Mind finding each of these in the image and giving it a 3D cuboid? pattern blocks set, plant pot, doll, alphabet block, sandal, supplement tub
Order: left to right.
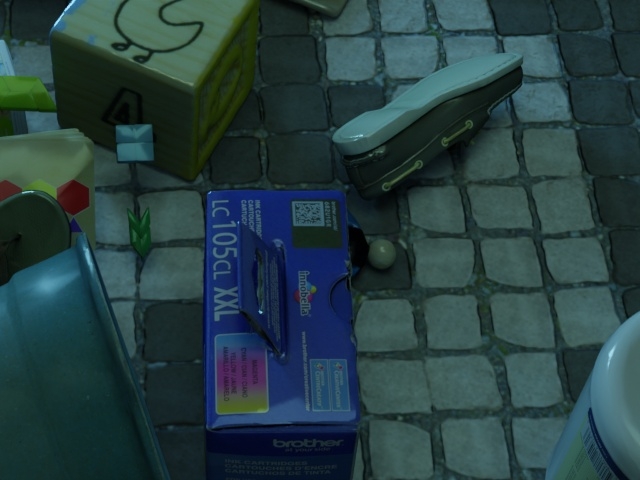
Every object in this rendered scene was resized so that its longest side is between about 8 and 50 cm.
[{"bbox_3d":[-0.400,0.063,1.626,0.303,0.086,0.120,-42,92,-16],"label":"sandal"},{"bbox_3d":[-0.337,0.206,1.444,0.334,0.341,0.341,-19,60,-9],"label":"plant pot"},{"bbox_3d":[-0.357,-0.053,1.711,0.324,0.026,0.286,8,81,-10],"label":"pattern blocks set"},{"bbox_3d":[-0.204,-0.225,1.810,0.197,0.193,0.192,22,58,9],"label":"alphabet block"},{"bbox_3d":[0.000,0.000,1.766,0.189,0.046,0.129,10,57,2],"label":"doll"},{"bbox_3d":[0.360,0.232,1.475,0.235,0.325,0.235,2,56,-4],"label":"supplement tub"}]

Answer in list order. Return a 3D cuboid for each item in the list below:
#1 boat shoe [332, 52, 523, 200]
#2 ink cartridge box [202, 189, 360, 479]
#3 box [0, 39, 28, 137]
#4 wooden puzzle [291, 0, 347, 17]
[{"bbox_3d":[0.149,-0.153,1.858,0.305,0.091,0.109,-31,22,-28],"label":"boat shoe"},{"bbox_3d":[-0.044,0.131,1.462,0.151,0.395,0.270,0,56,-5],"label":"ink cartridge box"},{"bbox_3d":[-0.471,-0.154,1.782,0.203,0.114,0.103,-14,58,-15],"label":"box"},{"bbox_3d":[-0.031,-0.436,2.058,0.220,0.044,0.239,23,57,10],"label":"wooden puzzle"}]
